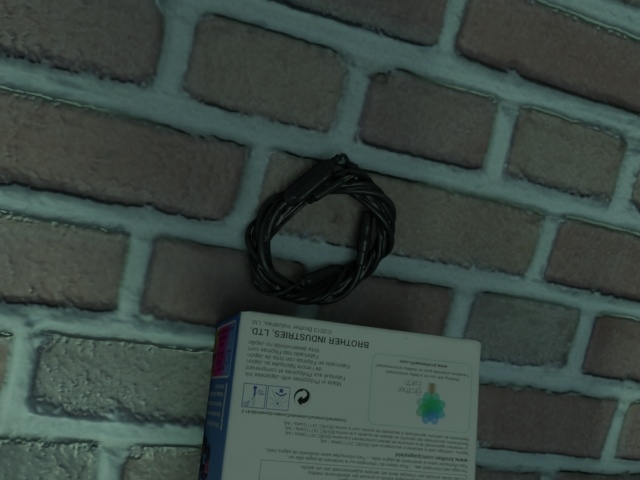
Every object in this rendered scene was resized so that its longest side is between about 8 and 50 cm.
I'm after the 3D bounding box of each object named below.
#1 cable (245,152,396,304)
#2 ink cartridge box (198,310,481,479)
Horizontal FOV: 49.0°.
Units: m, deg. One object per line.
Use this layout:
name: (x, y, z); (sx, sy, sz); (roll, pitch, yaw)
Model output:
cable: (0.000, 0.000, 0.808); (0.184, 0.047, 0.150); (-43, 117, -10)
ink cartridge box: (0.007, 0.287, 0.727); (0.270, 0.151, 0.395); (9, 74, -14)
